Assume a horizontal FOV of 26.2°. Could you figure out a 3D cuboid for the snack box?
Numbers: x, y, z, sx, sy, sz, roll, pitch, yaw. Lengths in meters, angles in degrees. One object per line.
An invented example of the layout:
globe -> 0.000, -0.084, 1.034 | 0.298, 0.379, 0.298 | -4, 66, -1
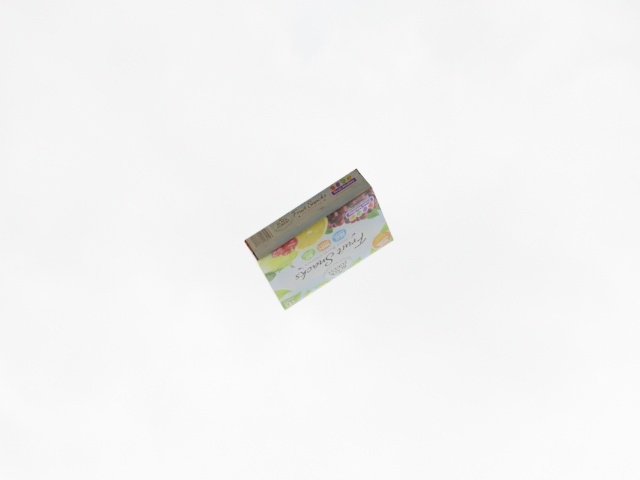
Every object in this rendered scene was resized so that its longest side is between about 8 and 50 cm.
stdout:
snack box -> 0.000, 0.000, 1.437 | 0.141, 0.100, 0.037 | -33, -127, -5
